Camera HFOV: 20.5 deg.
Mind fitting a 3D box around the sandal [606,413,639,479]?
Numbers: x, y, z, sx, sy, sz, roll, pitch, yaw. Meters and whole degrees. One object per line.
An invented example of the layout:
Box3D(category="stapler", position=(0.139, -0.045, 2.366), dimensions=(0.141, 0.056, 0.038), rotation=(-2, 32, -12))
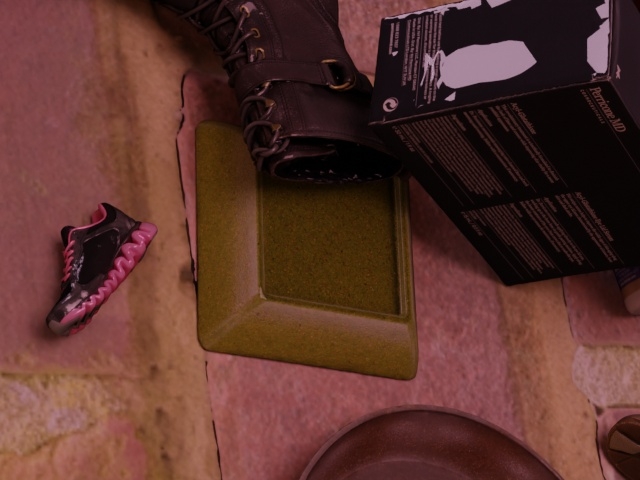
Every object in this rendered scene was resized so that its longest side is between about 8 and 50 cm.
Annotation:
Box3D(category="sandal", position=(0.310, 0.195, 1.441), dimensions=(0.180, 0.072, 0.049), rotation=(38, 33, -7))

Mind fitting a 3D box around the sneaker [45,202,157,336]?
Box3D(category="sneaker", position=(-0.165, 0.017, 1.238), dimensions=(0.057, 0.047, 0.119), rotation=(38, 47, -4))

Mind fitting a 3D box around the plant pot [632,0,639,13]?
Box3D(category="plant pot", position=(0.284, -0.248, 1.548), dimensions=(0.188, 0.205, 0.205), rotation=(6, 65, -47))

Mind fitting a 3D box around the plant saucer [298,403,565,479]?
Box3D(category="plant saucer", position=(0.092, 0.269, 1.263), dimensions=(0.311, 0.050, 0.310), rotation=(17, 57, -28))

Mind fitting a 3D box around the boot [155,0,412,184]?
Box3D(category="boot", position=(-0.058, -0.146, 1.312), dimensions=(0.263, 0.091, 0.229), rotation=(7, 50, -31))

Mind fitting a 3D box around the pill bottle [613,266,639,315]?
Box3D(category="pill bottle", position=(0.283, -0.041, 1.493), dimensions=(0.112, 0.112, 0.186), rotation=(-7, 73, -34))

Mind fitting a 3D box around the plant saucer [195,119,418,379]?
Box3D(category="plant saucer", position=(0.000, 0.000, 1.343), dimensions=(0.188, 0.045, 0.188), rotation=(10, 64, -28))

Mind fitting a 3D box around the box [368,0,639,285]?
Box3D(category="box", position=(0.177, -0.076, 1.331), dimensions=(0.261, 0.184, 0.103), rotation=(46, 45, -49))
